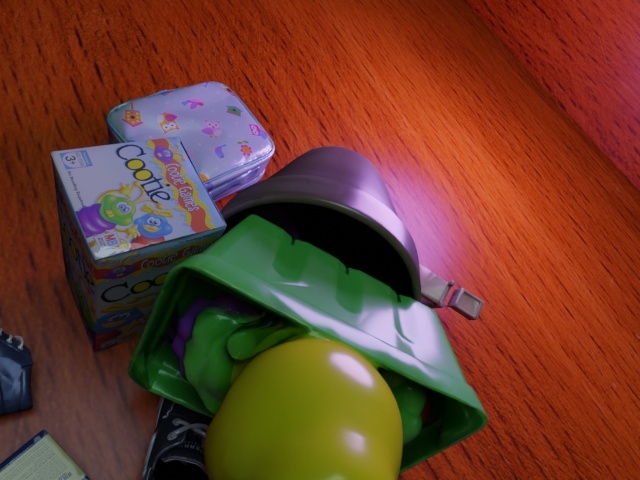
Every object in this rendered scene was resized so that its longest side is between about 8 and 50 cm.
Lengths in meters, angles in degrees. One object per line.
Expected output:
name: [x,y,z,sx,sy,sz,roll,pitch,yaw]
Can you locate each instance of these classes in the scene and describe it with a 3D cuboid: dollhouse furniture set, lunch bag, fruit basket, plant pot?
dollhouse furniture set: [0.196,0.147,0.856,0.182,0.101,0.160,33,74,-5]
lunch bag: [-0.239,-0.170,0.809,0.279,0.108,0.224,-35,84,-38]
fruit basket: [-0.023,0.177,0.455,0.393,0.282,0.391,21,39,-19]
plant pot: [0.005,-0.013,0.712,0.324,0.323,0.280,28,40,-9]

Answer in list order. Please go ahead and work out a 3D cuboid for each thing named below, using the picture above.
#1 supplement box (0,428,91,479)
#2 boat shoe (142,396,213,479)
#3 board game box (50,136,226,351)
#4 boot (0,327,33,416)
supplement box: [-0.325,0.281,0.486,0.083,0.056,0.083,43,49,5]
boat shoe: [-0.172,0.272,0.543,0.108,0.102,0.301,22,51,-13]
board game box: [-0.248,0.016,0.565,0.142,0.275,0.144,-18,68,-36]
boot: [-0.420,0.132,0.541,0.086,0.069,0.189,-3,68,-38]
